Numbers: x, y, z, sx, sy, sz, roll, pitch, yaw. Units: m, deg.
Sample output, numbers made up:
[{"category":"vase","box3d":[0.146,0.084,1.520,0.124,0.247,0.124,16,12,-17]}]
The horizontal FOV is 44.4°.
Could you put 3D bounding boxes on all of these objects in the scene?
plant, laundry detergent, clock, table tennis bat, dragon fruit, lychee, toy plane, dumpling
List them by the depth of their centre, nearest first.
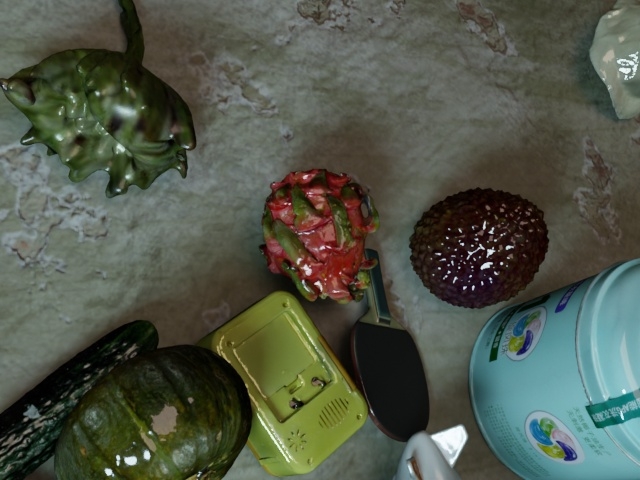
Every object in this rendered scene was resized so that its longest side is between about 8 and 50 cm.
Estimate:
[{"category":"toy plane","box3d":[0.166,0.352,0.966,0.245,0.117,0.245,58,17,-29]},{"category":"clock","box3d":[-0.050,0.177,0.975,0.143,0.096,0.202,-34,90,-34]},{"category":"plant","box3d":[-0.239,-0.230,0.996,0.251,0.180,0.334,31,57,-25]},{"category":"dragon fruit","box3d":[0.000,0.000,1.042,0.166,0.160,0.172,21,61,-55]},{"category":"laundry detergent","box3d":[0.407,0.185,1.075,0.287,0.305,0.287,9,67,-23]},{"category":"table tennis bat","box3d":[0.089,0.139,1.077,0.154,0.021,0.274,17,55,-46]},{"category":"lychee","box3d":[0.235,0.008,1.130,0.188,0.188,0.188,9,68,-23]},{"category":"dumpling","box3d":[0.578,-0.353,1.462,0.162,0.132,0.250,22,78,-27]}]

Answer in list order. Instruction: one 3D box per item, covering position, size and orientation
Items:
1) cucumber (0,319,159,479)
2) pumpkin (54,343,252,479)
[{"category":"cucumber","box3d":[-0.275,0.174,0.880,0.074,0.074,0.241,50,55,-2]},{"category":"pumpkin","box3d":[-0.175,0.206,0.831,0.223,0.224,0.157,-28,59,-31]}]
